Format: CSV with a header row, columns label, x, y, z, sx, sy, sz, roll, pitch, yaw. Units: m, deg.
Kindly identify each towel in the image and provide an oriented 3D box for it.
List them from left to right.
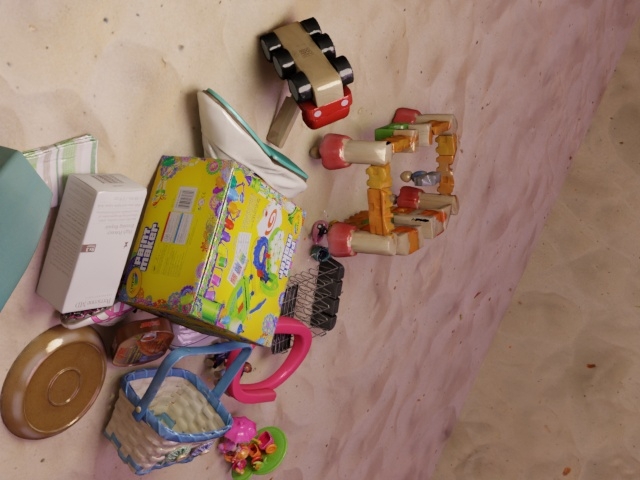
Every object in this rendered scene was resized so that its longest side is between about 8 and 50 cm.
label,x,y,z,sx,sy,sz,roll,pitch,yaw
towel,-0.431,-0.107,1.488,0.152,0.023,0.113,-27,131,-47

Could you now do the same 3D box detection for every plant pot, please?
label,x,y,z,sx,sy,sz,roll,pitch,yaw
plant pot,-0.510,-0.020,1.297,0.234,0.166,0.165,-60,150,-27
plant pot,-0.478,0.264,1.655,0.236,0.032,0.236,-35,136,-42

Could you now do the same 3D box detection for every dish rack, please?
label,x,y,z,sx,sy,sz,roll,pitch,yaw
dish rack,-0.045,0.163,2.225,0.272,0.074,0.208,-20,125,-49

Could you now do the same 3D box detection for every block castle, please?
label,x,y,z,sx,sy,sz,roll,pitch,yaw
block castle,0.163,-0.146,2.205,0.453,0.213,0.302,-29,119,-54

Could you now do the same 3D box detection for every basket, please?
label,x,y,z,sx,sy,sz,roll,pitch,yaw
basket,-0.279,0.323,1.823,0.255,0.201,0.289,2,122,-56

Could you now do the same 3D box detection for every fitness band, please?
label,x,y,z,sx,sy,sz,roll,pitch,yaw
fitness band,-0.122,0.271,2.064,0.291,0.054,0.209,14,103,-61

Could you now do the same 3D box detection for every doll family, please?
label,x,y,z,sx,sy,sz,roll,pitch,yaw
doll family,-0.198,0.246,2.044,0.111,0.076,0.193,-18,130,-57

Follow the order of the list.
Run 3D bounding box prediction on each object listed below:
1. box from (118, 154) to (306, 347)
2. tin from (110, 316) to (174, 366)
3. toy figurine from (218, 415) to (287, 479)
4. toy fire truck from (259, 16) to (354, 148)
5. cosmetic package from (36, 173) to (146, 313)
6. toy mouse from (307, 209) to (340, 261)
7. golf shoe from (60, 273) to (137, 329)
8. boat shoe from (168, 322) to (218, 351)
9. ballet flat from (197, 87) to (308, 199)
label,x,y,z,sx,sy,sz,roll,pitch,yaw
box,-0.196,0.026,1.723,0.279,0.177,0.289,35,66,-56
tin,-0.342,0.195,1.715,0.106,0.040,0.189,-11,158,-27
toy figurine,-0.192,0.500,2.211,0.173,0.130,0.159,-40,133,2
toy fire truck,-0.036,-0.286,1.819,0.159,0.217,0.246,-24,142,-11
cosmetic package,-0.392,0.003,1.540,0.117,0.085,0.231,-7,121,-54
toy mouse,0.000,0.000,2.219,0.143,0.031,0.161,-50,145,-27
golf shoe,-0.397,0.131,1.656,0.186,0.068,0.086,-26,132,-48
boat shoe,-0.220,0.151,1.917,0.258,0.095,0.084,-34,141,-44
ballet flat,-0.152,-0.159,1.804,0.139,0.139,0.400,-63,150,-7
